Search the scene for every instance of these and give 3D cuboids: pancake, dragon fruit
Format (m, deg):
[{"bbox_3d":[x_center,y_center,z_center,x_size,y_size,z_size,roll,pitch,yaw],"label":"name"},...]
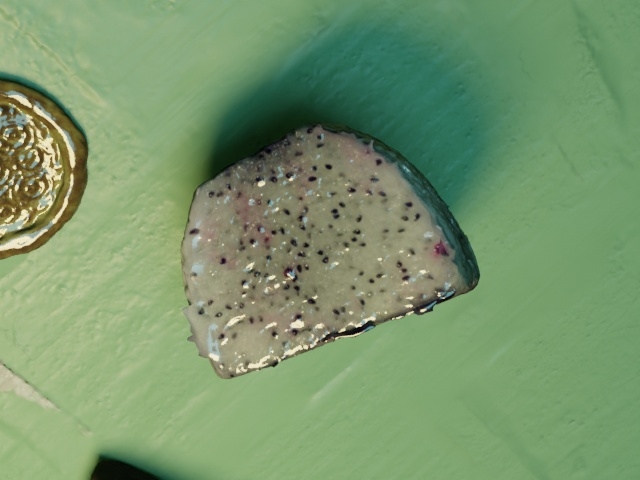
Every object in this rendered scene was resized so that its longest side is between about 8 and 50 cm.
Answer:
[{"bbox_3d":[-0.319,-0.068,1.164,0.184,0.020,0.190,-20,119,-7],"label":"pancake"},{"bbox_3d":[0.000,0.000,1.209,0.283,0.204,0.221,-23,92,11],"label":"dragon fruit"}]

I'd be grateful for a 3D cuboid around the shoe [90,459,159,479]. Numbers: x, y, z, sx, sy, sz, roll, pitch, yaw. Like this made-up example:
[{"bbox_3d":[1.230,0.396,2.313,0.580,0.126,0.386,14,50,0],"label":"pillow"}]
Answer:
[{"bbox_3d":[-0.164,0.351,1.369,0.275,0.103,0.098,31,103,-22],"label":"shoe"}]
